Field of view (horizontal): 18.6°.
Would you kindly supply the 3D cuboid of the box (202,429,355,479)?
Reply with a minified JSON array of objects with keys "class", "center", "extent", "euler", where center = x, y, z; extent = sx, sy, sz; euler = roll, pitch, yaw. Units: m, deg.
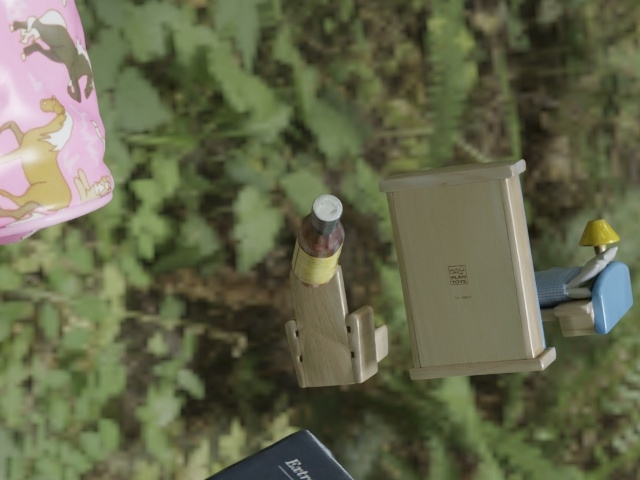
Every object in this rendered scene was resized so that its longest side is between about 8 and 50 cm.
[{"class":"box","center":[-0.084,0.362,1.352],"extent":[0.395,0.293,0.212],"euler":[-25,133,-25]}]

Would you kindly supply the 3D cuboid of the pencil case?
[{"class":"pencil case","center":[-0.217,-0.180,1.098],"extent":[0.167,0.160,0.386],"euler":[-20,107,-41]}]

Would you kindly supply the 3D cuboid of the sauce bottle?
[{"class":"sauce bottle","center":[0.000,0.000,1.700],"extent":[0.128,0.042,0.042],"euler":[107,0,-66]}]

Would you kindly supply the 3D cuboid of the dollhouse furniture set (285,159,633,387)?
[{"class":"dollhouse furniture set","center":[0.145,0.011,2.011],"extent":[0.303,0.286,0.198],"euler":[-26,108,-66]}]
